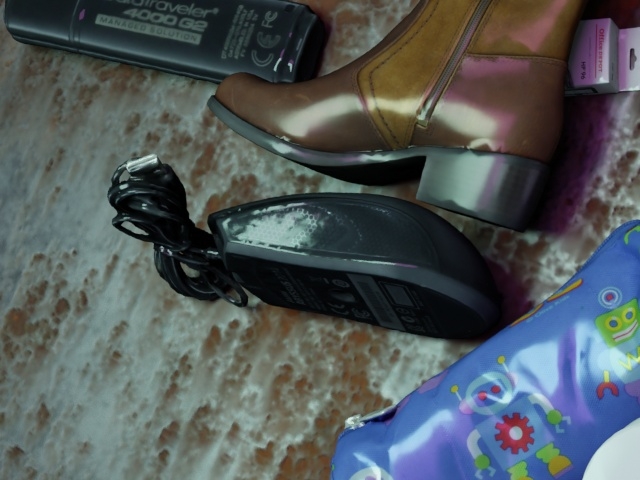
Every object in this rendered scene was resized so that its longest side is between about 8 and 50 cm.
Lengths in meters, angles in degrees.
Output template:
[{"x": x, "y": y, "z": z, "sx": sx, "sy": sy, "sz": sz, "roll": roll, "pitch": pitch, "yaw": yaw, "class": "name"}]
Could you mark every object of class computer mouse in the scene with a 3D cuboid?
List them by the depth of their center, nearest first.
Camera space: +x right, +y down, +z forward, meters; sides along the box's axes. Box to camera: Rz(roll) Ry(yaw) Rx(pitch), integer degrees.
[{"x": 0.000, "y": 0.000, "z": 1.254, "sx": 0.272, "sy": 0.188, "sz": 0.072, "roll": 11, "pitch": 68, "yaw": 17, "class": "computer mouse"}]

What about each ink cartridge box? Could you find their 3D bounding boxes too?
[{"x": 0.182, "y": -0.127, "z": 1.262, "sx": 0.083, "sy": 0.028, "sz": 0.048, "roll": -3, "pitch": 78, "yaw": 24, "class": "ink cartridge box"}]

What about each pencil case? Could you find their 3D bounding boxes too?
[{"x": 0.141, "y": 0.107, "z": 1.173, "sx": 0.306, "sy": 0.119, "sz": 0.133, "roll": -37, "pitch": 82, "yaw": 11, "class": "pencil case"}]

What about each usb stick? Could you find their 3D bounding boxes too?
[{"x": -0.127, "y": -0.169, "z": 1.406, "sx": 0.278, "sy": 0.045, "sz": 0.077, "roll": 14, "pitch": 77, "yaw": 27, "class": "usb stick"}]

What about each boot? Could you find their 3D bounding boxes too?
[{"x": 0.069, "y": -0.172, "z": 1.258, "sx": 0.264, "sy": 0.096, "sz": 0.280, "roll": 17, "pitch": 90, "yaw": 33, "class": "boot"}]

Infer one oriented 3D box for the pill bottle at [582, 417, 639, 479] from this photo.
[{"x": 0.228, "y": 0.162, "z": 1.064, "sx": 0.124, "sy": 0.221, "sz": 0.124, "roll": -6, "pitch": 75, "yaw": 23, "class": "pill bottle"}]
